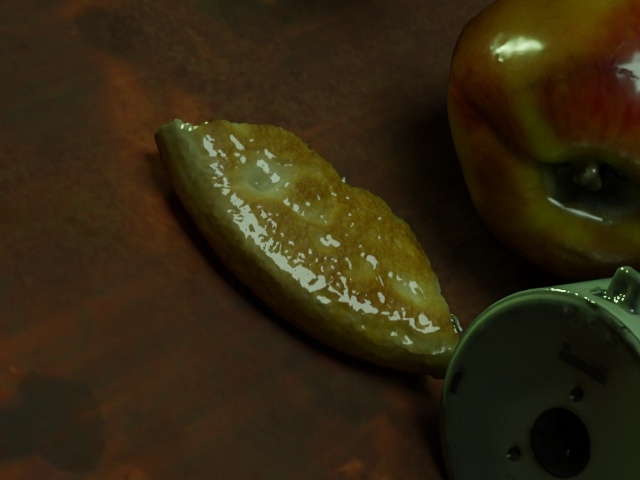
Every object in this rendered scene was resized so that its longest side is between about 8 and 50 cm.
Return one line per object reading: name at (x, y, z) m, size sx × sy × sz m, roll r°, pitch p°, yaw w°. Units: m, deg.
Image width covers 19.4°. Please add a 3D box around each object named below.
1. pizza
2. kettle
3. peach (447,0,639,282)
pizza at (-0.005, 0.001, 1.333) m, size 0.271 × 0.056 × 0.134 m, roll 32°, pitch 44°, yaw -11°
kettle at (0.260, 0.088, 1.337) m, size 0.318 × 0.205 × 0.265 m, roll -7°, pitch 89°, yaw -43°
peach at (0.223, -0.096, 1.466) m, size 0.281 × 0.238 × 0.281 m, roll 22°, pitch 33°, yaw -15°
